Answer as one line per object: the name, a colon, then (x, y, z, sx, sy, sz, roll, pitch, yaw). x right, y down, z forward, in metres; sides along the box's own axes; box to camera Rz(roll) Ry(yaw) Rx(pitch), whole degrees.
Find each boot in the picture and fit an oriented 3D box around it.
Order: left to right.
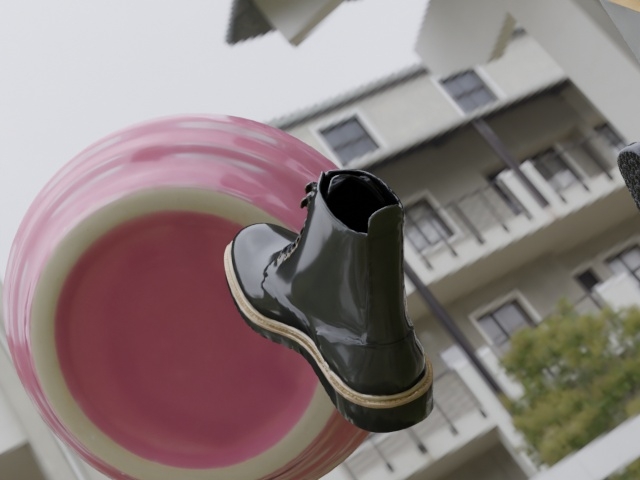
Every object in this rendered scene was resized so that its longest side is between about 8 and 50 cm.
boot: (0.000, 0.000, 0.667, 0.077, 0.198, 0.137, -24, -53, -24)

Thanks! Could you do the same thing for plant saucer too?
plant saucer: (-0.098, 0.069, 0.921, 0.332, 0.332, 0.084, -43, 6, 15)

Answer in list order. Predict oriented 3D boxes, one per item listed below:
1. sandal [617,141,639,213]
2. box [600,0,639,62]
sandal: (0.288, 0.001, 0.899, 0.040, 0.179, 0.067, -26, 1, -15)
box: (0.262, -0.161, 0.635, 0.170, 0.130, 0.091, -57, -40, 0)
